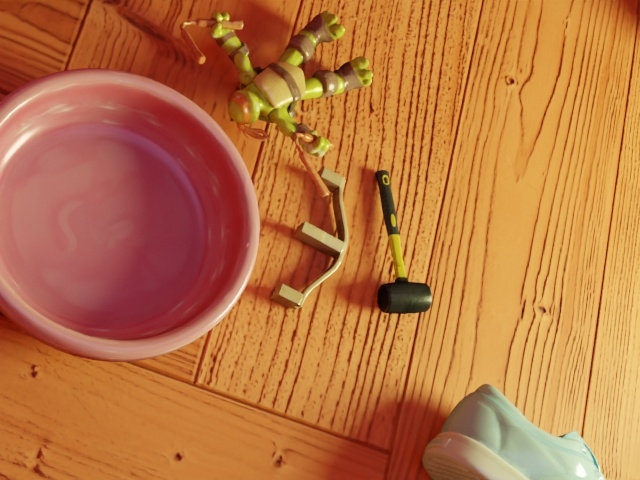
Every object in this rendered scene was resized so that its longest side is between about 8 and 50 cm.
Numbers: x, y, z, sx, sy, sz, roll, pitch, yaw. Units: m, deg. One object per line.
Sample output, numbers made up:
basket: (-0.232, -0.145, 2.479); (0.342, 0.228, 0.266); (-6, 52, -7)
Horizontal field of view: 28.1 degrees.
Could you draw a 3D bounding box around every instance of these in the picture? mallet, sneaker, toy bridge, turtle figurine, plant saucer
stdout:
mallet: (0.100, 0.002, 1.578); (0.062, 0.039, 0.190); (8, 64, -21)
sneaker: (0.300, 0.303, 1.497); (0.366, 0.135, 0.150); (40, 63, -8)
toy bridge: (0.000, 0.000, 1.535); (0.063, 0.026, 0.188); (28, 62, -16)
turtle figurine: (-0.036, -0.179, 1.552); (0.269, 0.087, 0.217); (49, 51, 9)
plant saucer: (-0.234, -0.024, 1.404); (0.332, 0.084, 0.332); (8, 69, -22)
